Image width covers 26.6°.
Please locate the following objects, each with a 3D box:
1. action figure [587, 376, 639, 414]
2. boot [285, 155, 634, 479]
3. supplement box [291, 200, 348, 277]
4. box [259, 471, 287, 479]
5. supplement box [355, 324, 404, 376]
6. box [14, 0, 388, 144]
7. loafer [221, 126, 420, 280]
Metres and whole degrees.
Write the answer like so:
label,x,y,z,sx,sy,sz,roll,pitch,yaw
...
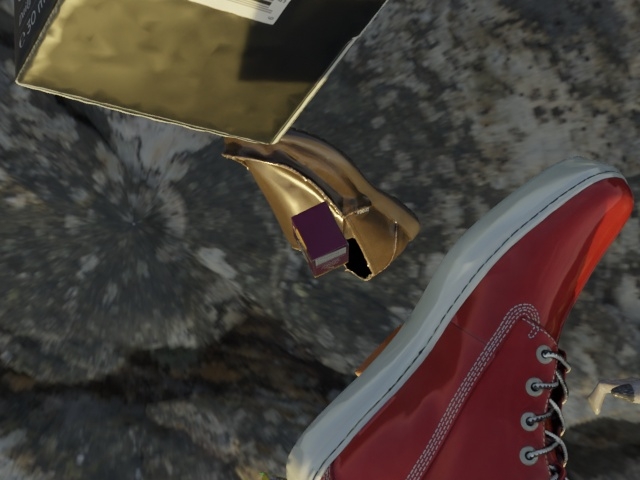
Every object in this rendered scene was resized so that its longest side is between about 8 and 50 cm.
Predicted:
label,x,y,z,sx,sy,sz,roll,pitch,yaw
action figure,0.582,0.219,1.870,0.330,0.341,0.178,-25,115,-6
boot,0.117,0.089,0.688,0.176,0.088,0.244,40,94,35
supplement box,0.000,0.000,1.426,0.043,0.083,0.055,-25,76,-5
box,-0.003,0.292,1.435,0.105,0.179,0.043,16,94,-17
supplement box,0.120,0.127,1.253,0.078,0.233,0.080,-44,103,-18
box,-0.087,-0.436,1.301,0.297,0.480,0.472,12,50,-27
loafer,-0.001,-0.048,1.839,0.366,0.134,0.130,33,78,-39
